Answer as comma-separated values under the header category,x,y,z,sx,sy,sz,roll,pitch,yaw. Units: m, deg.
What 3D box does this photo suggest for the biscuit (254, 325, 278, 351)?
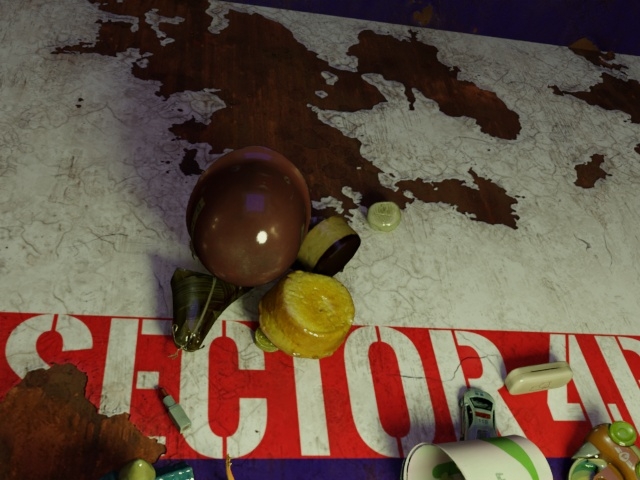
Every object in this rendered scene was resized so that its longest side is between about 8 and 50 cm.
category,x,y,z,sx,sy,sz,roll,pitch,yaw
biscuit,-0.137,0.261,1.852,0.084,0.023,0.084,8,44,-8

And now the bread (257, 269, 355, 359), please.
category,x,y,z,sx,sy,sz,roll,pitch,yaw
bread,-0.032,0.197,1.845,0.268,0.145,0.268,17,48,-19

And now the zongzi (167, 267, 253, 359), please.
category,x,y,z,sx,sy,sz,roll,pitch,yaw
zongzi,-0.277,0.197,1.831,0.241,0.111,0.247,9,50,-24

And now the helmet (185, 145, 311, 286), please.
category,x,y,z,sx,sy,sz,roll,pitch,yaw
helmet,-0.183,-0.025,1.791,0.337,0.385,0.230,16,27,-13

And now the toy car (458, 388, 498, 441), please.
category,x,y,z,sx,sy,sz,roll,pitch,yaw
toy car,0.409,0.465,1.778,0.095,0.056,0.205,12,45,-1

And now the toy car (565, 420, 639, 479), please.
category,x,y,z,sx,sy,sz,roll,pitch,yaw
toy car,0.707,0.581,1.703,0.235,0.145,0.235,-3,51,4

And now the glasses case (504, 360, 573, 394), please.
category,x,y,z,sx,sy,sz,roll,pitch,yaw
glasses case,0.601,0.378,1.897,0.196,0.083,0.050,-5,50,-18

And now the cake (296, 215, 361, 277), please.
category,x,y,z,sx,sy,sz,roll,pitch,yaw
cake,0.000,0.000,2.016,0.185,0.208,0.178,-46,76,3

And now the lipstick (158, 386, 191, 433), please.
category,x,y,z,sx,sy,sz,roll,pitch,yaw
lipstick,-0.354,0.399,1.650,0.030,0.030,0.129,-23,56,-32

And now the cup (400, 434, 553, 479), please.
category,x,y,z,sx,sy,sz,roll,pitch,yaw
cup,0.362,0.556,1.554,0.274,0.253,0.253,-6,48,-29

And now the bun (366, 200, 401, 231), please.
category,x,y,z,sx,sy,sz,roll,pitch,yaw
bun,0.207,-0.075,2.247,0.115,0.069,0.115,-3,58,5

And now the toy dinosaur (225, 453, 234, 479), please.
category,x,y,z,sx,sy,sz,roll,pitch,yaw
toy dinosaur,-0.151,0.602,1.483,0.117,0.070,0.288,9,48,-22

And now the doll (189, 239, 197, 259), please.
category,x,y,z,sx,sy,sz,roll,pitch,yaw
doll,-0.268,0.021,1.993,0.221,0.105,0.115,5,60,-8

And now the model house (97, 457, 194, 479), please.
category,x,y,z,sx,sy,sz,roll,pitch,yaw
model house,-0.341,0.534,1.313,0.267,0.325,0.194,-9,48,-23
